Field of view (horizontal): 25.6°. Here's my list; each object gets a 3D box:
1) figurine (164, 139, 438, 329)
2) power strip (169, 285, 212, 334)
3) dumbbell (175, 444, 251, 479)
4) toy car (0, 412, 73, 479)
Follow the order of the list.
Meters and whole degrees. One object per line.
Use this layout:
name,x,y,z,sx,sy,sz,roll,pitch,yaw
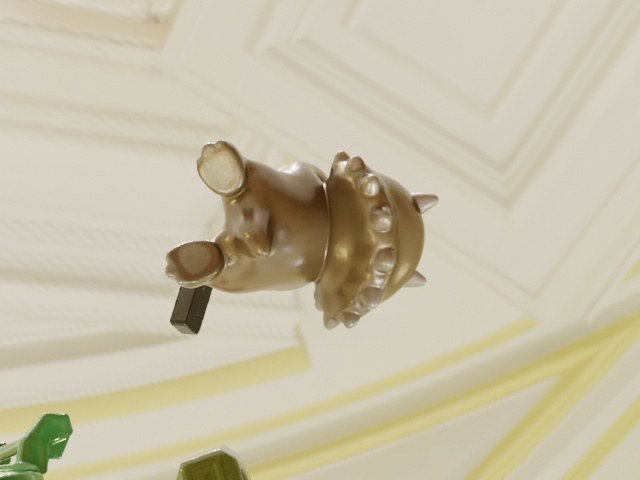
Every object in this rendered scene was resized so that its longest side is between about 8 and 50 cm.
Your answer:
figurine,0.004,-0.004,1.398,0.173,0.177,0.247,16,177,39
power strip,-0.159,0.064,1.784,0.029,0.038,0.111,2,-119,28
dumbbell,-0.217,0.324,1.565,0.301,0.108,0.121,-20,-123,0
toy car,-0.403,0.281,1.339,0.358,0.213,0.176,-2,-107,-44
